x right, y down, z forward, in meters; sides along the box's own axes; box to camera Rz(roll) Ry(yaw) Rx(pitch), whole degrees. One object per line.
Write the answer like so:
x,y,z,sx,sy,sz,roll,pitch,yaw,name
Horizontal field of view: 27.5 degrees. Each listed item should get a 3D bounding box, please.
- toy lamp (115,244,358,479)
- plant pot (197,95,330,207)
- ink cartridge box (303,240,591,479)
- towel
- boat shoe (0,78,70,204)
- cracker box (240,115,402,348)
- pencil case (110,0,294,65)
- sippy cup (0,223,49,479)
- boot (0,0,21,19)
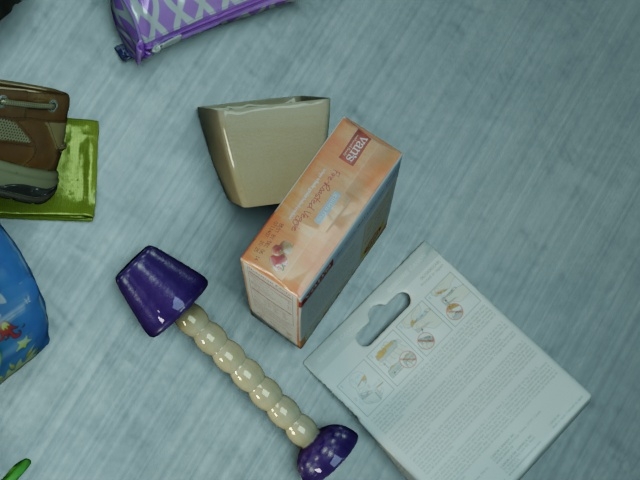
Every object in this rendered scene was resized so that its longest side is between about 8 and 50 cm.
-0.083,0.117,1.244,0.275,0.080,0.080,46,76,-6,toy lamp
-0.051,-0.086,1.261,0.109,0.109,0.096,-9,100,-15,plant pot
0.128,0.147,1.323,0.232,0.066,0.189,43,76,14,ink cartridge box
-0.329,-0.074,1.225,0.237,0.021,0.102,3,85,-15,towel
-0.356,-0.127,1.104,0.324,0.122,0.120,17,96,-43,boat shoe
0.000,0.000,1.193,0.067,0.232,0.156,34,77,7,cracker box
-0.106,-0.241,1.263,0.206,0.086,0.088,-26,58,-14,pencil case
-0.363,0.073,1.110,0.224,0.240,0.306,-31,123,-25,sippy cup
-0.425,-0.267,1.082,0.347,0.260,0.131,-22,50,-15,boot
